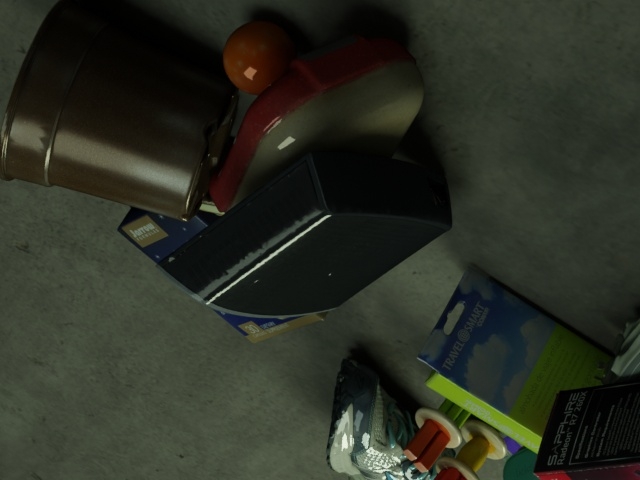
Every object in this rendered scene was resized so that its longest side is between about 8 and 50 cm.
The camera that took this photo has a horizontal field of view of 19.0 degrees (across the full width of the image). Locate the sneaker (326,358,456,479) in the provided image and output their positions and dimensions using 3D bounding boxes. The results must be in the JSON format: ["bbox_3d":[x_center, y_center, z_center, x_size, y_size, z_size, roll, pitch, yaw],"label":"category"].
[{"bbox_3d":[0.080,0.210,1.963,0.122,0.110,0.283,3,147,12],"label":"sneaker"}]

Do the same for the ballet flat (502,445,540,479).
[{"bbox_3d":[0.255,0.198,1.798,0.073,0.080,0.232,9,159,-22],"label":"ballet flat"}]

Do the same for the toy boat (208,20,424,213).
[{"bbox_3d":[-0.025,-0.107,1.523,0.151,0.151,0.231,58,154,14],"label":"toy boat"}]

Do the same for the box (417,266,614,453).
[{"bbox_3d":[0.176,0.115,1.681,0.178,0.109,0.042,32,153,-2],"label":"box"}]

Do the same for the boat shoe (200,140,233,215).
[{"bbox_3d":[-0.067,-0.041,1.718,0.190,0.068,0.072,19,161,20],"label":"boat shoe"}]

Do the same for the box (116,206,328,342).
[{"bbox_3d":[-0.107,0.011,1.863,0.225,0.036,0.136,42,150,-17],"label":"box"}]

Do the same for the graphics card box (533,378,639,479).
[{"bbox_3d":[0.379,0.193,1.517,0.233,0.094,0.371,40,146,-27],"label":"graphics card box"}]

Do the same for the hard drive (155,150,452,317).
[{"bbox_3d":[0.000,0.000,1.506,0.172,0.255,0.054,-35,73,20],"label":"hard drive"}]

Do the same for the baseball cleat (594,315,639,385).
[{"bbox_3d":[0.298,0.090,1.568,0.109,0.072,0.206,22,155,2],"label":"baseball cleat"}]

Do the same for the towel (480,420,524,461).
[{"bbox_3d":[0.185,0.196,1.906,0.060,0.009,0.083,37,151,-13],"label":"towel"}]

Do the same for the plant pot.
[{"bbox_3d":[-0.166,-0.100,1.625,0.165,0.167,0.167,21,151,3],"label":"plant pot"}]

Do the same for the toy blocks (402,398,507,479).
[{"bbox_3d":[0.113,0.219,1.852,0.054,0.148,0.123,14,141,37],"label":"toy blocks"}]
